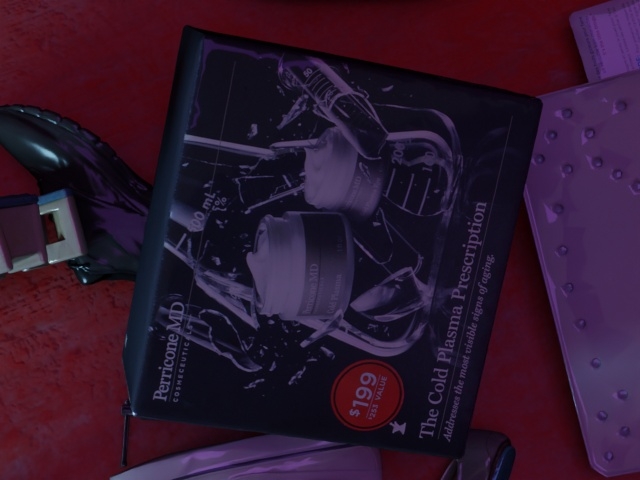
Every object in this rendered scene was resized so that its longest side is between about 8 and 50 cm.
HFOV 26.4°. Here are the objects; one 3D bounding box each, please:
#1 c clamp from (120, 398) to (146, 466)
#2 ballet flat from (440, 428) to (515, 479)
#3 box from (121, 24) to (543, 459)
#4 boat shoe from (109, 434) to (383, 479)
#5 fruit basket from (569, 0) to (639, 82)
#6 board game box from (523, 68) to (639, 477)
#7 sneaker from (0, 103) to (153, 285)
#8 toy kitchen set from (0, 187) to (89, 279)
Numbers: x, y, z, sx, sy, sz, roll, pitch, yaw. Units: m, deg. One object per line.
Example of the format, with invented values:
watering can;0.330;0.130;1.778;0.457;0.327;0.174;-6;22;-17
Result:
c clamp;-0.125;0.156;1.384;0.161;0.022;0.137;-4;76;-4
ballet flat;0.140;0.293;1.367;0.068;0.072;0.213;11;78;25
box;0.000;0.000;1.266;0.313;0.179;0.343;9;99;-12
boat shoe;-0.069;0.239;1.341;0.268;0.096;0.088;-9;82;-12
fruit basket;0.476;-0.135;1.431;0.353;0.165;0.327;-18;82;9
board game box;0.417;0.007;1.343;0.390;0.050;0.390;-14;90;17
sneaker;-0.227;-0.029;1.363;0.286;0.109;0.130;36;84;3
toy kitchen set;-0.345;-0.016;1.273;0.207;0.166;0.122;-15;90;22
